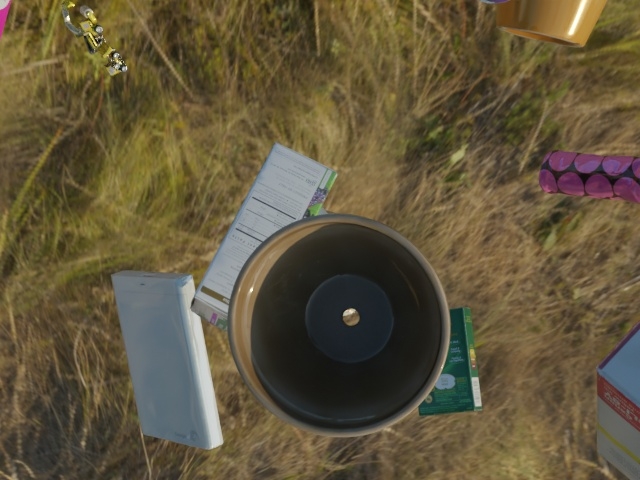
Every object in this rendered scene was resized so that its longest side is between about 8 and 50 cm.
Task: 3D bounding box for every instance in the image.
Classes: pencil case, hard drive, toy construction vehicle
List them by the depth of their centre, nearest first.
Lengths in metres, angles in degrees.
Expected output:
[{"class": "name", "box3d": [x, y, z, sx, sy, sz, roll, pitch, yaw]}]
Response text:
[{"class": "toy construction vehicle", "box3d": [-0.308, -0.271, 1.316, 0.035, 0.098, 0.086, -35, 41, -10]}, {"class": "pencil case", "box3d": [0.486, -0.106, 1.681, 0.098, 0.209, 0.095, -7, 105, -45]}, {"class": "hard drive", "box3d": [-0.276, 0.209, 1.749, 0.040, 0.203, 0.307, -19, 104, -45]}]

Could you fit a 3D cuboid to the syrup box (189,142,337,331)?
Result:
[{"class": "syrup box", "box3d": [-0.075, 0.003, 1.275, 0.096, 0.093, 0.236, 26, 71, -2]}]

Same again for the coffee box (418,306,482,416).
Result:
[{"class": "coffee box", "box3d": [0.221, 0.215, 1.740, 0.113, 0.040, 0.184, -13, 77, 31]}]

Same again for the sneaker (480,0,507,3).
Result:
[{"class": "sneaker", "box3d": [0.202, -0.401, 1.181, 0.095, 0.104, 0.236, -23, 112, -17]}]

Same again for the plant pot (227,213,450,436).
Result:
[{"class": "plant pot", "box3d": [0.026, 0.088, 1.076, 0.237, 0.110, 0.237, 0, 92, 10]}]

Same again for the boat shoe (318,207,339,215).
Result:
[{"class": "boat shoe", "box3d": [0.000, 0.000, 1.486, 0.117, 0.324, 0.096, 22, 92, 36]}]

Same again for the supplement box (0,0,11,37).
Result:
[{"class": "supplement box", "box3d": [-0.473, -0.385, 1.301, 0.114, 0.111, 0.220, 4, 74, 17]}]

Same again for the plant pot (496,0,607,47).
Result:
[{"class": "plant pot", "box3d": [0.334, -0.378, 1.383, 0.205, 0.205, 0.187, 12, 99, -6]}]

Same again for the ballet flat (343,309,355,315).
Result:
[{"class": "ballet flat", "box3d": [-0.035, 0.099, 1.615, 0.241, 0.077, 0.091, -17, 52, -25]}]

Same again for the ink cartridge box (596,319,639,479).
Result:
[{"class": "ink cartridge box", "box3d": [0.514, 0.187, 1.309, 0.279, 0.384, 0.160, -45, 61, -9]}]
